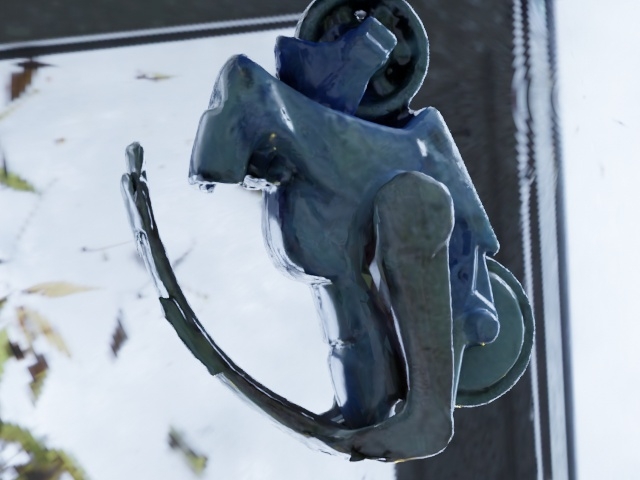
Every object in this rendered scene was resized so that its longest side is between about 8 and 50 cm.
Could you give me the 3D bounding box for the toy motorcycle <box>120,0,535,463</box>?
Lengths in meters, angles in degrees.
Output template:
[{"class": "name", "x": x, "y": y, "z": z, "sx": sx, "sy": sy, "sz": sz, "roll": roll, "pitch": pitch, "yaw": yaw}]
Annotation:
[{"class": "toy motorcycle", "x": 0.010, "y": -0.004, "z": 1.300, "sx": 0.182, "sy": 0.241, "sz": 0.319, "roll": -21, "pitch": -88, "yaw": 48}]
